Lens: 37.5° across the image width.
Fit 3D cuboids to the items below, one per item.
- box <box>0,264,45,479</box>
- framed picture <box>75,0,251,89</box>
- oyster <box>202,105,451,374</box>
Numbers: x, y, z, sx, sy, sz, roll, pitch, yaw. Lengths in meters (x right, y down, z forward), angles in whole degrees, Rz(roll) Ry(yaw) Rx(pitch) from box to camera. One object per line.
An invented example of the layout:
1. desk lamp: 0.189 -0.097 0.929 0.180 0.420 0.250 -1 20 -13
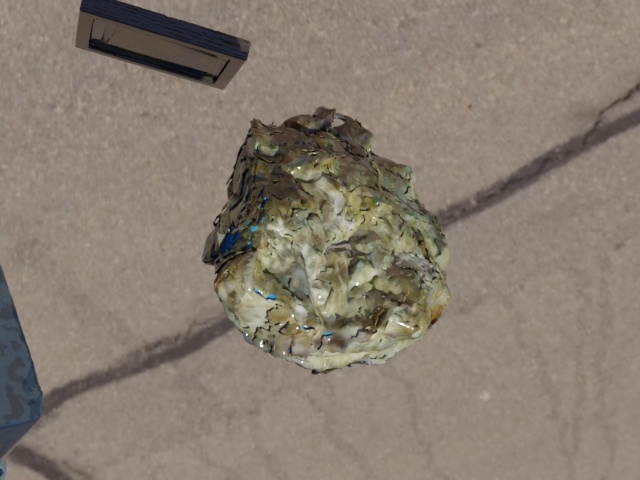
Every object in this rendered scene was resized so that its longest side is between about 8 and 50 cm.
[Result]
1. box: -0.274 0.077 0.514 0.227 0.162 0.130 -2 151 -48
2. framed picture: -0.167 -0.204 0.982 0.169 0.023 0.128 14 171 -15
3. oyster: 0.006 -0.005 0.677 0.260 0.198 0.092 -26 165 -42
